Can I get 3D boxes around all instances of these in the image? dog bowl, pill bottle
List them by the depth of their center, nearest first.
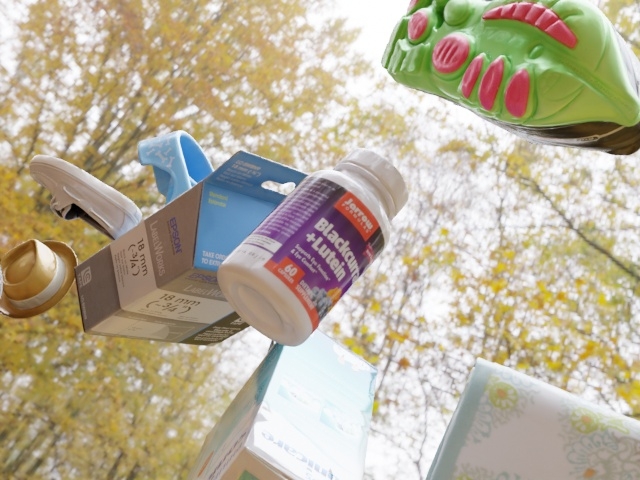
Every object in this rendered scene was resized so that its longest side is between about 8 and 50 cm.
[{"bbox_3d":[0.000,0.000,0.806,0.108,0.193,0.108,32,-28,20],"label":"pill bottle"},{"bbox_3d":[-0.223,-0.064,1.422,0.074,0.297,0.166,-26,-32,12],"label":"dog bowl"}]

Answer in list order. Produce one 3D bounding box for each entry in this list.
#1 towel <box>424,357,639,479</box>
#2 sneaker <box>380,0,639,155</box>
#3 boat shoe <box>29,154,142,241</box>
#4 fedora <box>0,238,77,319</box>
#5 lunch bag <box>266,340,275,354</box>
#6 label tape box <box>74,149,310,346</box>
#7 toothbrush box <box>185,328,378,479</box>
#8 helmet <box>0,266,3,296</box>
[{"bbox_3d":[0.316,0.404,1.250,0.321,0.374,0.090,23,-14,9],"label":"towel"},{"bbox_3d":[0.217,-0.207,0.981,0.202,0.483,0.185,29,-72,-26],"label":"sneaker"},{"bbox_3d":[-0.333,-0.054,1.133,0.184,0.063,0.066,30,-24,9],"label":"boat shoe"},{"bbox_3d":[-0.585,0.063,1.661,0.194,0.194,0.079,11,-34,21],"label":"fedora"},{"bbox_3d":[-0.061,0.216,1.479,0.071,0.083,0.053,23,-42,-13],"label":"lunch bag"},{"bbox_3d":[-0.130,0.030,1.114,0.334,0.105,0.241,-30,-28,32],"label":"label tape box"},{"bbox_3d":[-0.055,0.243,0.869,0.126,0.295,0.216,34,-70,-5],"label":"toothbrush box"},{"bbox_3d":[-0.512,0.062,1.101,0.169,0.161,0.169,-13,-50,-16],"label":"helmet"}]
